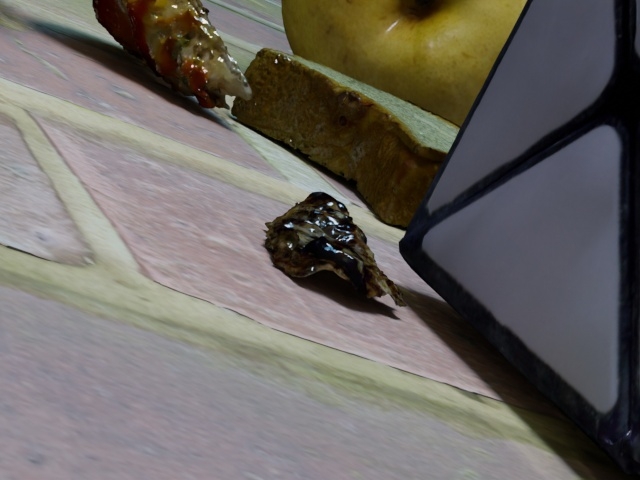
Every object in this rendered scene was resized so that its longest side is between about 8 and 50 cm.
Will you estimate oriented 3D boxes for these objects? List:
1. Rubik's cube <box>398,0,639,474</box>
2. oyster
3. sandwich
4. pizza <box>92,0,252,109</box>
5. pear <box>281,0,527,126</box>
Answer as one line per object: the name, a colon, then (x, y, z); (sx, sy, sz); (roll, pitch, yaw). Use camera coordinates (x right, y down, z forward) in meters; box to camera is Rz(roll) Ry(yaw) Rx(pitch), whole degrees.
Rubik's cube: (0.273, -0.019, 0.877); (0.305, 0.307, 0.310); (23, 12, -26)
oyster: (0.001, -0.001, 0.920); (0.086, 0.029, 0.132); (17, 16, -38)
sandwich: (0.058, -0.065, 1.268); (0.186, 0.065, 0.215); (15, 14, -46)
pizza: (-0.120, -0.157, 1.258); (0.199, 0.062, 0.188); (48, -15, 31)
pear: (0.116, -0.214, 1.539); (0.314, 0.314, 0.314); (25, 11, -5)
